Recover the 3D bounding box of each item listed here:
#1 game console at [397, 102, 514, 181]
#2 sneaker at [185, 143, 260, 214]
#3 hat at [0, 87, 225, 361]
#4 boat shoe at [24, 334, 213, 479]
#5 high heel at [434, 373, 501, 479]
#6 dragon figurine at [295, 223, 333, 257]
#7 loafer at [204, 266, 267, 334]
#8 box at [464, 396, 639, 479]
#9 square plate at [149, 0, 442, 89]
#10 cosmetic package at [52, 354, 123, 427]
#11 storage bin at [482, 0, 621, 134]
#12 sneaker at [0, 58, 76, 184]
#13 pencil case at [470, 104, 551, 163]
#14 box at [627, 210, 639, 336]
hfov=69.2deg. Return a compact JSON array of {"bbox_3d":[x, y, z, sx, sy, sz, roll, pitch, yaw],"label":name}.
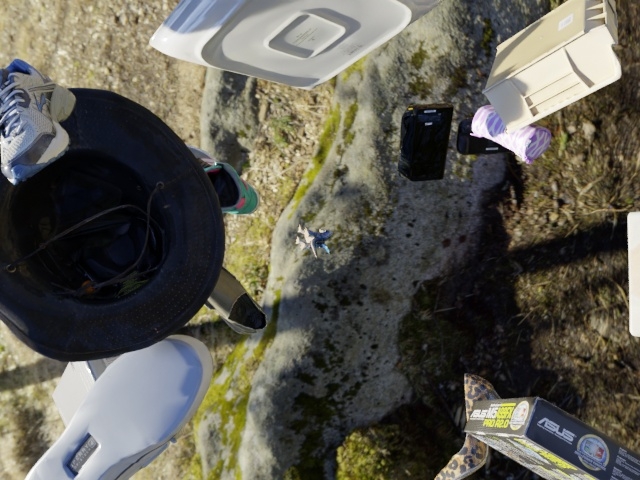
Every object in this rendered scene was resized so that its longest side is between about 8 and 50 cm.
[{"bbox_3d":[0.395,-0.272,1.281,0.361,0.044,0.213,-4,125,-5],"label":"game console"},{"bbox_3d":[-0.292,-0.154,1.128,0.295,0.178,0.124,29,92,-1],"label":"sneaker"},{"bbox_3d":[-0.285,-0.020,0.605,0.331,0.134,0.331,0,91,-11],"label":"hat"},{"bbox_3d":[-0.269,0.276,0.695,0.136,0.156,0.367,43,99,14],"label":"boat shoe"},{"bbox_3d":[0.347,0.467,1.153,0.261,0.093,0.186,-36,59,-3],"label":"high heel"},{"bbox_3d":[0.000,0.000,1.655,0.289,0.144,0.085,-152,71,-72],"label":"dragon figurine"},{"bbox_3d":[-0.189,0.101,0.918,0.087,0.251,0.094,0,52,50],"label":"loafer"},{"bbox_3d":[0.379,0.328,0.684,0.270,0.216,0.060,29,70,7],"label":"box"},{"bbox_3d":[-0.023,-0.330,0.702,0.347,0.344,0.049,-18,80,44],"label":"square plate"},{"bbox_3d":[-0.503,0.326,1.037,0.127,0.107,0.238,52,121,20],"label":"cosmetic package"},{"bbox_3d":[0.522,-0.407,1.036,0.123,0.262,0.260,47,137,-18],"label":"storage bin"},{"bbox_3d":[-0.230,-0.094,0.351,0.052,0.058,0.135,-32,46,5],"label":"sneaker"},{"bbox_3d":[0.467,-0.266,1.148,0.206,0.086,0.088,53,137,49],"label":"pencil case"},{"bbox_3d":[0.484,0.035,0.435,0.311,0.121,0.148,-6,79,47],"label":"box"}]
